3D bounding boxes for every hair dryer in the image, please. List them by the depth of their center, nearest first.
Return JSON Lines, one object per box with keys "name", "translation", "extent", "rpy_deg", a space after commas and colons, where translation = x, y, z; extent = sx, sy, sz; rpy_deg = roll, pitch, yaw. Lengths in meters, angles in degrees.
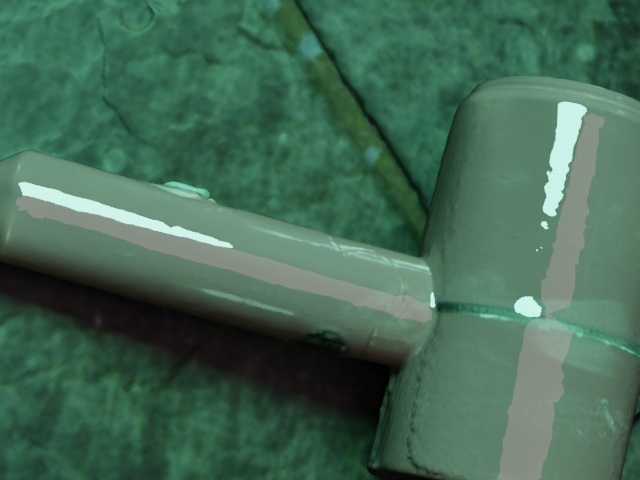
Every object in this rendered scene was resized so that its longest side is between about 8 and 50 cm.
{"name": "hair dryer", "translation": [0.000, 0.000, 0.794], "extent": [0.353, 0.125, 0.210], "rpy_deg": [16, 79, -10]}
